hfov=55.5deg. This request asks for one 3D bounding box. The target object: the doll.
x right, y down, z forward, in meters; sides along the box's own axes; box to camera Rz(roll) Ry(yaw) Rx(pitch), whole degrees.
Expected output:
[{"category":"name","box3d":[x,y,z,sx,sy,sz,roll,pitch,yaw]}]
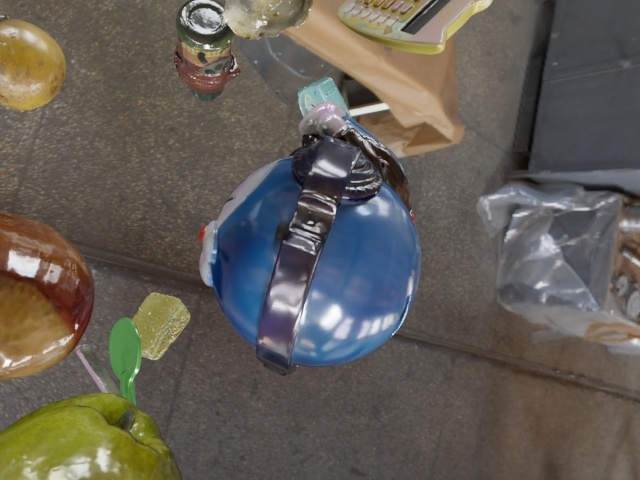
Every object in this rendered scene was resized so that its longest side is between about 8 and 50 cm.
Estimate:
[{"category":"doll","box3d":[0.000,0.000,0.688,0.310,0.240,0.284,-57,166,-55]}]

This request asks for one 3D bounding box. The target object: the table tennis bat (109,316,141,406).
[{"category":"table tennis bat","box3d":[-0.507,0.330,1.588,0.039,0.160,0.257,5,73,-43]}]

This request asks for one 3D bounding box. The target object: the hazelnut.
[{"category":"hazelnut","box3d":[-0.648,0.107,1.223,0.365,0.365,0.366,-1,92,-41]}]

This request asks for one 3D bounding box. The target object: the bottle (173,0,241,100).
[{"category":"bottle","box3d":[-0.263,-0.434,1.432,0.156,0.271,0.143,14,68,-5]}]

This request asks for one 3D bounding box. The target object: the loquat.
[{"category":"loquat","box3d":[-0.772,-0.448,1.543,0.235,0.235,0.235,-1,92,-41]}]

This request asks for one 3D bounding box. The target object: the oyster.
[{"category":"oyster","box3d":[-0.029,-0.543,1.098,0.396,0.204,0.111,-69,161,5]}]

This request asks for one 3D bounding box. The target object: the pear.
[{"category":"pear","box3d":[-0.254,0.296,0.543,0.269,0.269,0.321,37,75,-35]}]

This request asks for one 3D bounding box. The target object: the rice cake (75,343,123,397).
[{"category":"rice cake","box3d":[-0.506,0.324,1.413,0.036,0.047,0.207,-43,113,-46]}]

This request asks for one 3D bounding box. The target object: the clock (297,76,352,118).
[{"category":"clock","box3d":[-0.002,-0.266,1.227,0.045,0.147,0.108,-35,108,-21]}]

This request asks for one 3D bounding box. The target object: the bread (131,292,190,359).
[{"category":"bread","box3d":[-0.488,0.256,1.789,0.196,0.138,0.102,-62,144,-31]}]

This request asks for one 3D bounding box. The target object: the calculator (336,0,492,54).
[{"category":"calculator","box3d":[0.130,-0.347,0.905,0.157,0.236,0.033,-45,142,-11]}]
